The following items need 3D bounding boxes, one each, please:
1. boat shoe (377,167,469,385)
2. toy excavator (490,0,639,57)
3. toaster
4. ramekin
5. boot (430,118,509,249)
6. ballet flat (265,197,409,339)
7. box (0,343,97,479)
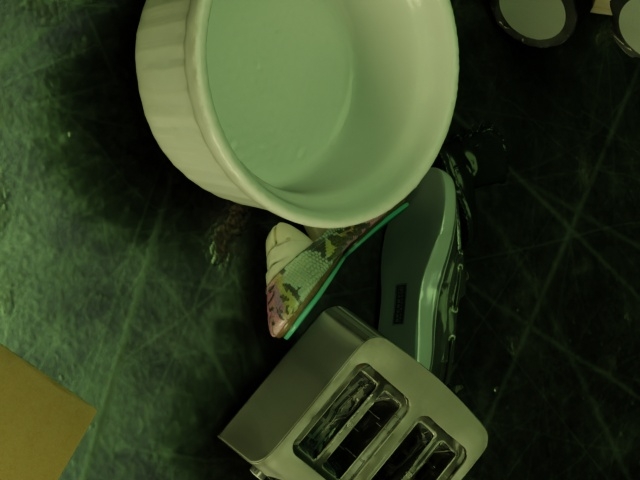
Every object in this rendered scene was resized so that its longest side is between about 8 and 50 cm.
[{"bbox_3d":[0.110,0.046,1.142,0.076,0.080,0.229,17,73,-39],"label":"boat shoe"},{"bbox_3d":[0.239,-0.442,1.205,0.222,0.432,0.445,-48,138,-32],"label":"toy excavator"},{"bbox_3d":[0.035,0.163,1.012,0.168,0.110,0.186,43,83,-24],"label":"toaster"},{"bbox_3d":[-0.024,-0.153,1.007,0.277,0.135,0.277,-4,97,-37],"label":"ramekin"},{"bbox_3d":[0.158,-0.059,1.216,0.099,0.045,0.121,-21,94,-40],"label":"boot"},{"bbox_3d":[0.000,0.000,1.079,0.079,0.077,0.221,44,53,-1],"label":"ballet flat"},{"bbox_3d":[-0.280,0.170,0.869,0.164,0.021,0.201,40,61,-24],"label":"box"}]
